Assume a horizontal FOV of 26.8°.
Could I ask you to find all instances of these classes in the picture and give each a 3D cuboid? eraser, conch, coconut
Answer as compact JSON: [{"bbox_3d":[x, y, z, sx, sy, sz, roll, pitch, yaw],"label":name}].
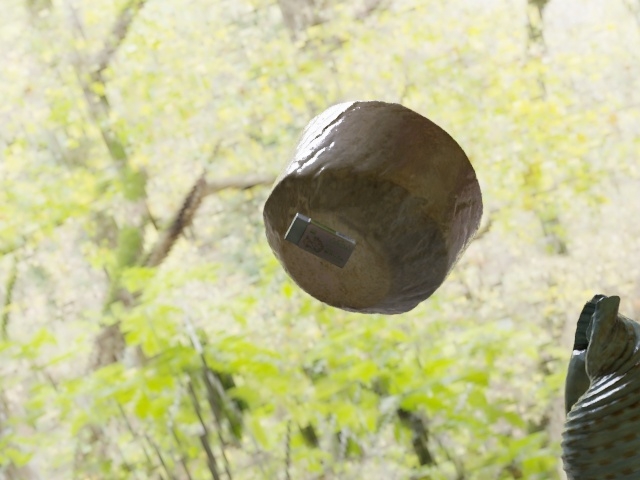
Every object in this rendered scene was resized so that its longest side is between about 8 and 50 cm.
[{"bbox_3d":[0.000,0.000,1.681,0.083,0.038,0.019,25,22,-7],"label":"eraser"},{"bbox_3d":[0.224,0.124,0.982,0.102,0.153,0.135,15,-9,-9],"label":"conch"},{"bbox_3d":[0.075,-0.054,1.912,0.329,0.329,0.329,-17,23,7],"label":"coconut"}]
